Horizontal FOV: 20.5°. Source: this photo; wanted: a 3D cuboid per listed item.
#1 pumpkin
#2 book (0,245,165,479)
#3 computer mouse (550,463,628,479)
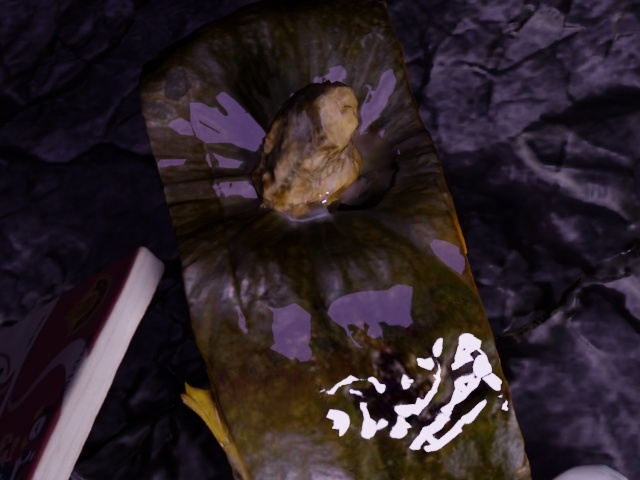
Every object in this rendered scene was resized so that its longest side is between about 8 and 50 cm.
[{"bbox_3d":[0.000,0.000,0.869,0.139,0.222,0.317,-15,48,4],"label":"pumpkin"},{"bbox_3d":[-0.168,0.102,0.868,0.232,0.022,0.162,-27,32,49],"label":"book"},{"bbox_3d":[0.143,0.155,0.826,0.056,0.032,0.110,-34,60,-12],"label":"computer mouse"}]
